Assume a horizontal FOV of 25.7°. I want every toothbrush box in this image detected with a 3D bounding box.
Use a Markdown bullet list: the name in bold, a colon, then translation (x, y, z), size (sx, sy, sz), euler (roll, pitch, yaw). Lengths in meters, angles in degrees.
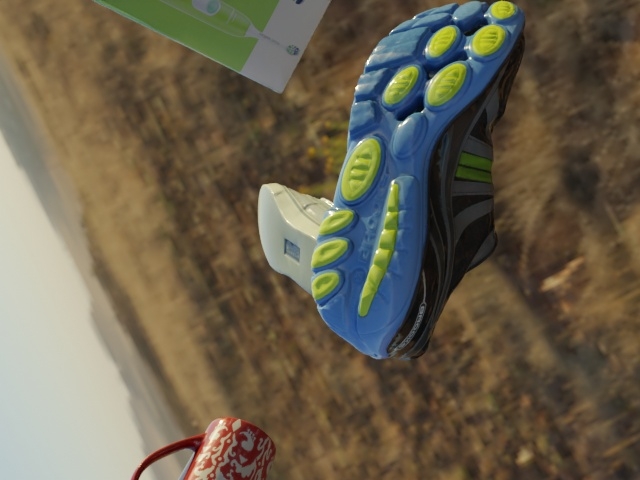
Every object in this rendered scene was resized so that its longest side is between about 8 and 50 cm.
- **toothbrush box**: translation (-0.111, -0.280, 1.213), size (0.283, 0.206, 0.122), euler (21, -171, -45)

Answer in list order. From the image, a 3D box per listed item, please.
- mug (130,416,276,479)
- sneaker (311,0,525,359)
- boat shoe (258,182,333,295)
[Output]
- **mug**: translation (-0.135, 0.294, 1.688), size (0.113, 0.169, 0.150), euler (-17, 124, 40)
- **sneaker**: translation (0.050, -0.031, 0.651), size (0.067, 0.188, 0.078), euler (7, 156, 30)
- **boat shoe**: translation (0.000, -0.001, 1.388), size (0.227, 0.081, 0.079), euler (-138, 48, -62)
